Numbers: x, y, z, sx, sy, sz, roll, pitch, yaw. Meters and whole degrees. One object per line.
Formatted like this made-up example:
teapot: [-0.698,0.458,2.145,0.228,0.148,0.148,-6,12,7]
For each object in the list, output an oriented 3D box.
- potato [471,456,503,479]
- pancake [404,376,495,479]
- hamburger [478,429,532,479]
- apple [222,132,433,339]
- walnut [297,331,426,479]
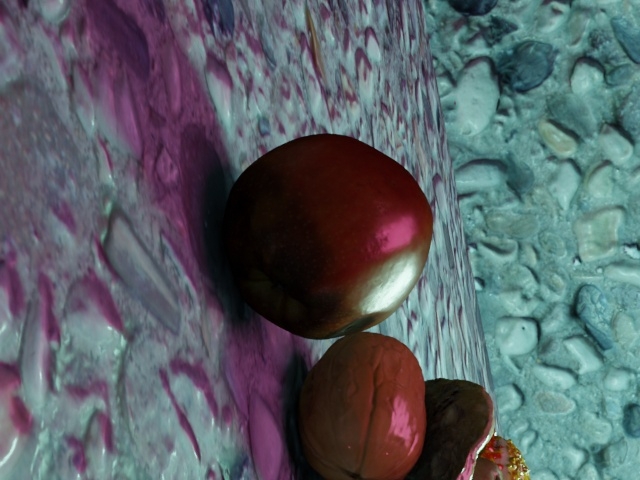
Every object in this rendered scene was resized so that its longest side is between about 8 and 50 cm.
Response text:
potato: [0.184,0.394,1.697,0.157,0.194,0.157,-20,90,-83]
pancake: [0.108,0.280,1.422,0.049,0.282,0.282,41,30,-19]
hamburger: [0.267,0.459,1.912,0.276,0.179,0.294,3,87,-87]
apple: [0.000,0.000,1.232,0.230,0.229,0.230,-10,90,-76]
walnut: [0.051,0.208,1.376,0.197,0.165,0.165,-71,150,-45]
